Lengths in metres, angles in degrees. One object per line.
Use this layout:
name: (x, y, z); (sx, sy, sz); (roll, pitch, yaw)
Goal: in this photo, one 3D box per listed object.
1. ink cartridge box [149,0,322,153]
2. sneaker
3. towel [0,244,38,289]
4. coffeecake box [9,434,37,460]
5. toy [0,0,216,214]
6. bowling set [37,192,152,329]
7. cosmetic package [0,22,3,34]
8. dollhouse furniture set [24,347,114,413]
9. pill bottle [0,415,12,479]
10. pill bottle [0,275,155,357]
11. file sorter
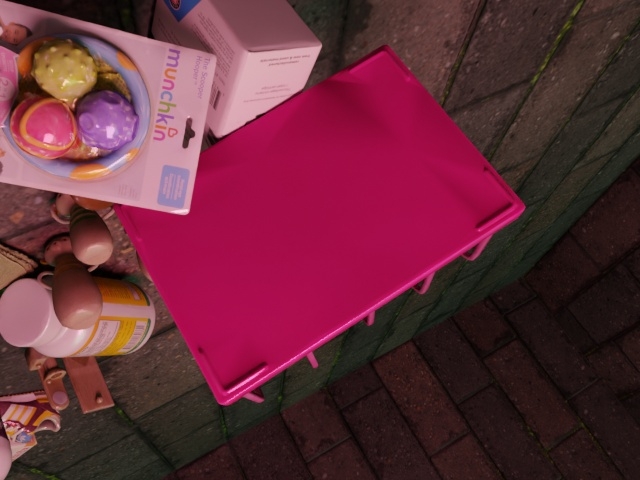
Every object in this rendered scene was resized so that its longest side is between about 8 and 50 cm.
ink cartridge box: (-0.102, -0.155, 0.563); (0.086, 0.148, 0.203); (-20, 156, -36)
sneaker: (-0.568, 0.333, 1.040); (0.069, 0.084, 0.185); (-45, 155, 28)
towel: (-0.428, 0.033, 0.681); (0.110, 0.027, 0.148); (-31, 159, -2)
coffeecake box: (-0.665, 0.399, 1.067); (0.142, 0.068, 0.185); (-36, 157, 11)
toy: (-0.207, -0.105, 0.425); (0.237, 0.137, 0.056); (10, -175, -13)
bowling set: (-0.227, -0.048, 0.677); (0.287, 0.154, 0.200); (-25, 138, -14)
cosmetic package: (-0.312, -0.146, 0.299); (0.183, 0.151, 0.151); (-34, 158, 6)
dollhouse furniture set: (-0.398, 0.201, 0.940); (0.144, 0.123, 0.151); (-1, 142, -52)
pill bottle: (-0.470, 0.229, 0.665); (0.169, 0.301, 0.169); (-27, 157, -12)
pill bottle: (-0.343, 0.107, 0.811); (0.117, 0.117, 0.208); (-37, 162, 10)
file sorter: (0.000, 0.000, 0.561); (0.290, 0.202, 0.182); (-32, 161, -6)
